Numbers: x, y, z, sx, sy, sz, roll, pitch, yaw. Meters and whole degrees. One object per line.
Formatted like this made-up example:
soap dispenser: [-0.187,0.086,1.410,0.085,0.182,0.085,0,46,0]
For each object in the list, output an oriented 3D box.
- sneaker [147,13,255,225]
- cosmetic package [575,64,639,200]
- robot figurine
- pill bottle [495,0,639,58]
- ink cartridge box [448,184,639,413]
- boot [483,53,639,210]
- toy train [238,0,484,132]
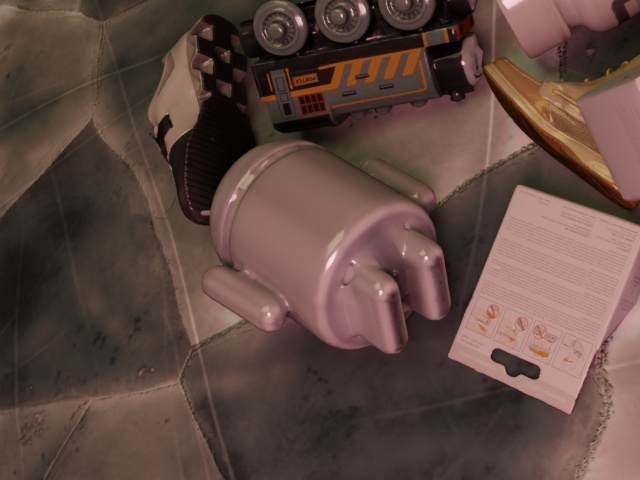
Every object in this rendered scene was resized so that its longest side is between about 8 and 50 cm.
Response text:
sneaker: [-0.181,-0.152,1.894,0.146,0.122,0.330,-27,51,38]
cosmetic package: [0.421,-0.150,1.391,0.224,0.225,0.138,-27,91,-4]
robot figurine: [0.000,0.000,1.619,0.300,0.199,0.353,-32,44,-25]
pill bottle: [0.375,-0.386,1.620,0.361,0.204,0.204,-29,51,13]
ink cartridge box: [0.269,0.066,1.530,0.181,0.056,0.224,24,95,38]
boot: [0.342,-0.185,1.581,0.203,0.095,0.262,-46,59,1]
toy train: [0.056,-0.256,1.759,0.334,0.190,0.142,-8,19,21]
